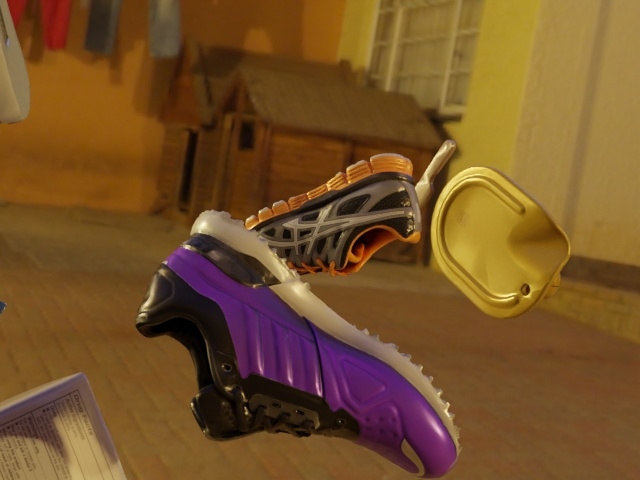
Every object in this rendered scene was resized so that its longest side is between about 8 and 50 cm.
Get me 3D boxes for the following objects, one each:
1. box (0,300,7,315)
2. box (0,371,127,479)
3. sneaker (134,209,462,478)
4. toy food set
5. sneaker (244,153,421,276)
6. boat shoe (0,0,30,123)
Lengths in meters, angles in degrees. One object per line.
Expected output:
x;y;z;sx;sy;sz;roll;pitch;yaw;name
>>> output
-0.303;0.055;0.698;0.159;0.044;0.233;30;-31;-12;box
-0.342;0.248;0.991;0.121;0.148;0.311;-20;1;44;box
-0.029;0.120;0.877;0.293;0.146;0.102;39;-28;4;sneaker
0.185;-0.008;1.116;0.071;0.128;0.218;6;30;-38;toy food set
0.000;0.000;1.009;0.215;0.083;0.084;-29;-21;26;sneaker
-0.236;-0.147;0.651;0.083;0.183;0.065;-6;38;-3;boat shoe
